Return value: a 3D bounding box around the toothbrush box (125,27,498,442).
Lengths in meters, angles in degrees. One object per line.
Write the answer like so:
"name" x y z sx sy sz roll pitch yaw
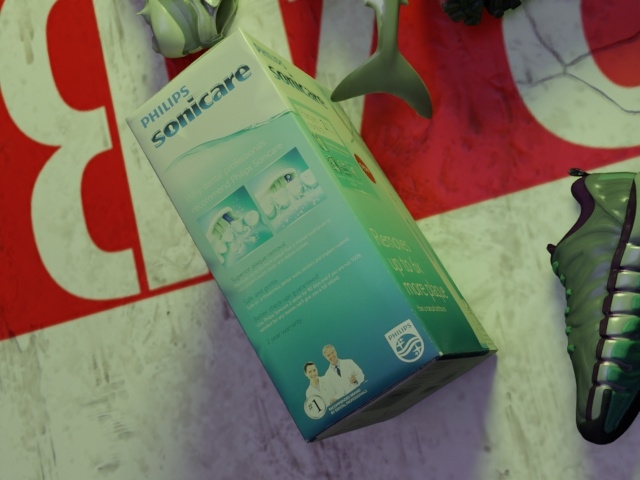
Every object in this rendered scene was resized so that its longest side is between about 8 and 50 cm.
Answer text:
"toothbrush box" 0.000 0.000 0.806 0.126 0.216 0.295 -36 73 14

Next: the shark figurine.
"shark figurine" 0.049 -0.258 0.876 0.166 0.116 0.278 -51 58 45

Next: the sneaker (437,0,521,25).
"sneaker" 0.207 -0.310 0.806 0.299 0.121 0.112 -31 67 14

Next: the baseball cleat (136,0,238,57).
"baseball cleat" -0.139 -0.284 0.972 0.109 0.072 0.206 -14 85 5

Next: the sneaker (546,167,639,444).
"sneaker" 0.227 0.050 0.801 0.098 0.083 0.224 11 85 42
